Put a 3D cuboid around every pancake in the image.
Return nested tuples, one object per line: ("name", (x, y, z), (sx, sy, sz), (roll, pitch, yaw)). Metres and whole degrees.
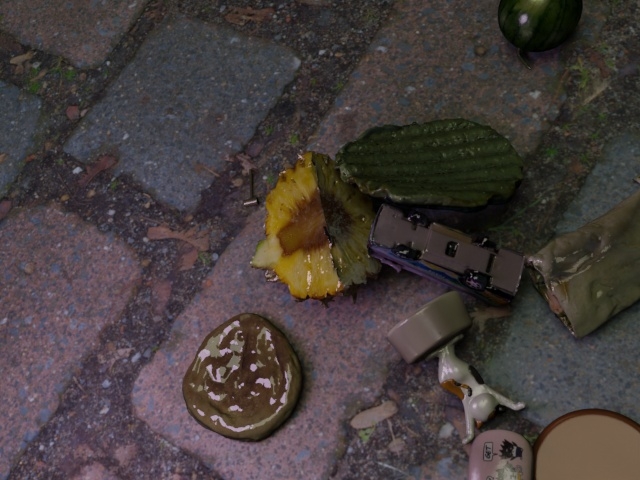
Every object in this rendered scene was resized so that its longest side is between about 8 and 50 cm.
("pancake", (-0.174, 0.303, 1.801), (0.294, 0.049, 0.294), (-9, 63, 17))

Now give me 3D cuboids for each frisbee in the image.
("frisbee", (0.509, 0.432, 1.512), (0.250, 0.021, 0.251), (-9, 61, 17))

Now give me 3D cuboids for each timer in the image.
("timer", (0.272, 0.255, 1.628), (0.175, 0.175, 0.266), (-33, 75, 2))

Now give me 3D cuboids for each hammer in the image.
("hammer", (-0.174, -0.133, 2.037), (0.035, 0.019, 0.110), (-13, 59, 13))

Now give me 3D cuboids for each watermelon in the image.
("watermelon", (0.504, -0.525, 1.906), (0.188, 0.215, 0.188), (11, 47, -12))

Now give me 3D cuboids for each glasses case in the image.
("glasses case", (0.329, 0.504, 1.505), (0.122, 0.075, 0.314), (-2, 65, 24))

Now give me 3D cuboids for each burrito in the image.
("burrito", (0.581, 0.024, 1.628), (0.332, 0.135, 0.190), (-35, 51, -4))

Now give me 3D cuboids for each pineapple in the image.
("pineapple", (-0.002, 0.001, 1.846), (0.286, 0.209, 0.344), (-32, 64, 44))

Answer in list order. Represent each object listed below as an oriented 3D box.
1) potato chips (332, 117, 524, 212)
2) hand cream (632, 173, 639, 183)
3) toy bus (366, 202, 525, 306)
("potato chips", (0.246, -0.163, 1.756), (0.429, 0.070, 0.358), (-6, 36, -16))
("hand cream", (0.717, -0.100, 1.699), (0.061, 0.039, 0.143), (-33, 50, 0))
("toy bus", (0.247, 0.032, 1.675), (0.317, 0.138, 0.112), (23, 70, 0))
